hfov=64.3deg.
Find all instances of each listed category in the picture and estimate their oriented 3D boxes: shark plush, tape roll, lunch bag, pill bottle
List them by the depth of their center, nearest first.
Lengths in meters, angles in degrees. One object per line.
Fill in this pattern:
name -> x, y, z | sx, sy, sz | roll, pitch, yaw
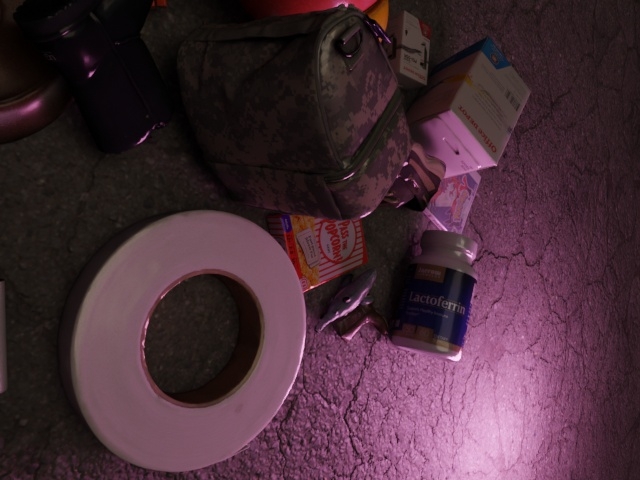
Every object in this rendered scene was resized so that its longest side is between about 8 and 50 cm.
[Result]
lunch bag -> -0.040, -0.189, 0.723 | 0.213, 0.304, 0.256 | -57, 140, -24
tape roll -> -0.189, 0.147, 0.784 | 0.391, 0.072, 0.393 | -2, 93, -42
shark plush -> 0.043, 0.112, 0.990 | 0.161, 0.067, 0.073 | -29, 79, -19
pill bottle -> 0.258, 0.120, 1.121 | 0.153, 0.153, 0.265 | 26, 74, -39

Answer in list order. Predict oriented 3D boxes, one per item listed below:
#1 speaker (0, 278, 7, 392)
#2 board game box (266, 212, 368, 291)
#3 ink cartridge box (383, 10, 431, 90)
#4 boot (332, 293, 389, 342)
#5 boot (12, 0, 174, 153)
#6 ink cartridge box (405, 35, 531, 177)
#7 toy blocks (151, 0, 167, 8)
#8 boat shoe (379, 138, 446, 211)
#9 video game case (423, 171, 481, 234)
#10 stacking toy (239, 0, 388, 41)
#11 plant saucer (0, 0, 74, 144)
speaker -> -0.405, 0.116, 0.604 | 0.055, 0.055, 0.136 | -3, 93, -41
board game box -> 0.000, 0.000, 0.962 | 0.193, 0.045, 0.147 | -22, 106, -39
ink cartridge box -> 0.187, -0.408, 1.106 | 0.099, 0.056, 0.136 | 6, 87, -42
boot -> 0.082, 0.180, 1.044 | 0.114, 0.037, 0.107 | -40, 103, -36
boot -> -0.248, -0.259, 0.668 | 0.247, 0.094, 0.207 | -60, 155, -27
ink cartridge box -> 0.319, -0.287, 1.136 | 0.171, 0.168, 0.233 | 42, 64, -21
toy blocks -> -0.266, -0.359, 0.712 | 0.123, 0.054, 0.148 | -10, 98, -41
boat shoe -> 0.143, -0.128, 1.010 | 0.355, 0.132, 0.131 | 11, 90, -49
video game case -> 0.318, -0.127, 1.252 | 0.183, 0.023, 0.202 | 39, 67, -35
stacking toy -> -0.003, -0.397, 0.840 | 0.351, 0.350, 0.480 | -49, 140, -29
plant saucer -> -0.422, -0.265, 0.584 | 0.310, 0.050, 0.311 | -2, 94, -42
